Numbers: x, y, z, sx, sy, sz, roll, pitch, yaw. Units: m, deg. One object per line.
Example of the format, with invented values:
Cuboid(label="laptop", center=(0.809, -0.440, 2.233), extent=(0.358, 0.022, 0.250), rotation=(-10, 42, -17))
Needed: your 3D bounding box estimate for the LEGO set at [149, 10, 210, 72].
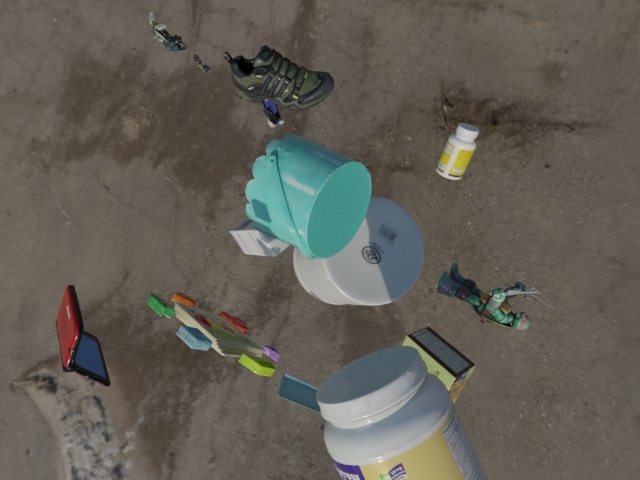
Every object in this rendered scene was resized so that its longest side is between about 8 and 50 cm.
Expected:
Cuboid(label="LEGO set", center=(-0.170, -0.226, 0.484), extent=(0.083, 0.054, 0.023), rotation=(41, 90, -22))

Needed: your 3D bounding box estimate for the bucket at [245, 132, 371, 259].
Cuboid(label="bucket", center=(-0.021, -0.100, 0.978), extent=(0.183, 0.281, 0.281), rotation=(28, 92, 32))

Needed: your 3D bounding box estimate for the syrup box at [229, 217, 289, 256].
Cuboid(label="syrup box", center=(-0.177, -0.019, 1.240), extent=(0.093, 0.236, 0.096), rotation=(-40, 112, -25))

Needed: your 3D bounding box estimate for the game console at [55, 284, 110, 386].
Cuboid(label="game console", center=(-0.409, 0.166, 0.723), extent=(0.144, 0.085, 0.124), rotation=(38, 109, 45))

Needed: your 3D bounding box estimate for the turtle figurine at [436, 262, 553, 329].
Cuboid(label="turtle figurine", center=(0.392, 0.134, 0.930), extent=(0.234, 0.175, 0.118), rotation=(25, 100, 27))

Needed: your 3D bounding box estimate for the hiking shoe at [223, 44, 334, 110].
Cuboid(label="hiking shoe", center=(-0.086, -0.335, 0.837), extent=(0.226, 0.114, 0.086), rotation=(6, 68, 14))

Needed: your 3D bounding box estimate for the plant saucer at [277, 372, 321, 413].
Cuboid(label="plant saucer", center=(-0.050, 0.460, 1.223), extent=(0.018, 0.192, 0.067), rotation=(-23, 43, 42))

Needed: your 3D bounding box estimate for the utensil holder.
Cuboid(label="utensil holder", center=(0.103, 0.048, 1.301), extent=(0.327, 0.385, 0.328), rotation=(1, 84, -13))

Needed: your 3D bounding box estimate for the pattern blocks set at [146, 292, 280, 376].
Cuboid(label="pattern blocks set", center=(-0.203, 0.189, 0.837), extent=(0.285, 0.325, 0.026), rotation=(28, 83, 40))

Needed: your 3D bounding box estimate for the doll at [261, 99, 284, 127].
Cuboid(label="doll", center=(-0.154, -0.405, 1.243), extent=(0.046, 0.189, 0.129), rotation=(-37, 77, -7))

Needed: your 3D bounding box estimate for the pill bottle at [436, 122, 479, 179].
Cuboid(label="pill bottle", center=(0.313, -0.202, 0.931), extent=(0.065, 0.065, 0.117), rotation=(29, 129, 18))

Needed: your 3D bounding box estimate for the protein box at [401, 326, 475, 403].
Cuboid(label="protein box", center=(0.365, 0.440, 1.373), extent=(0.201, 0.135, 0.200), rotation=(39, 123, 38))

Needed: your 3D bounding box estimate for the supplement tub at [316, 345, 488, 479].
Cuboid(label="supplement tub", center=(0.151, 0.387, 0.735), extent=(0.240, 0.241, 0.332), rotation=(-25, 89, 12))
